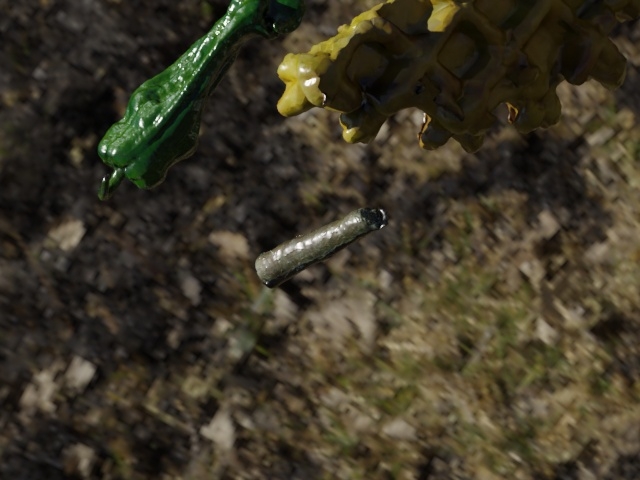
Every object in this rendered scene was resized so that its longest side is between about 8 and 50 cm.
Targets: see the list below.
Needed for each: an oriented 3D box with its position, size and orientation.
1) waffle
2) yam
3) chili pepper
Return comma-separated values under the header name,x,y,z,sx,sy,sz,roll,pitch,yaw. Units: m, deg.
name,x,y,z,sx,sy,sz,roll,pitch,yaw
waffle,0.091,-0.195,0.973,0.069,0.260,0.293,5,99,59
yam,0.000,0.000,1.377,0.129,0.027,0.033,-29,56,36
chili pepper,-0.117,-0.139,1.591,0.257,0.074,0.100,-51,30,5
